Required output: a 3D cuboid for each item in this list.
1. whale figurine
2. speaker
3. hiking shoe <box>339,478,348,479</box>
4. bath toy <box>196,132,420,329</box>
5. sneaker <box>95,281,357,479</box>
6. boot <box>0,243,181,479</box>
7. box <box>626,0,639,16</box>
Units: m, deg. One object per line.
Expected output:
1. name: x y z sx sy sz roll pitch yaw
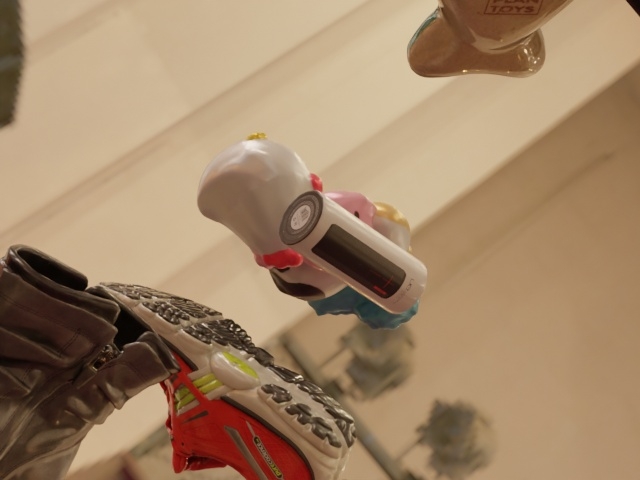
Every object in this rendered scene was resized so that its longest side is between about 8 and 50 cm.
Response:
1. whale figurine: 0.126 -0.227 1.242 0.272 0.216 0.141 100 -15 -53
2. speaker: 0.030 0.011 1.578 0.136 0.055 0.055 34 -21 -33
3. hiking shoe: 0.028 0.231 0.883 0.226 0.114 0.086 67 13 17
4. bath toy: 0.000 0.000 1.793 0.129 0.151 0.348 62 9 24
5. sneaker: -0.102 0.129 1.480 0.279 0.107 0.118 36 -76 30
6. boot: -0.269 0.086 1.241 0.338 0.222 0.118 25 20 -52
7. box: 0.314 -0.220 1.279 0.293 0.073 0.295 47 -23 -13
